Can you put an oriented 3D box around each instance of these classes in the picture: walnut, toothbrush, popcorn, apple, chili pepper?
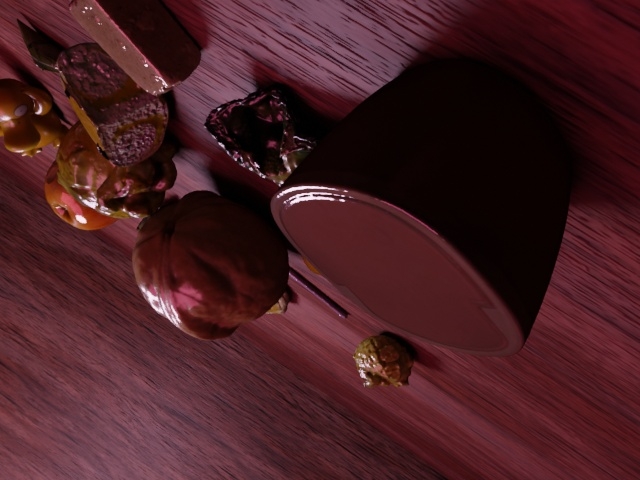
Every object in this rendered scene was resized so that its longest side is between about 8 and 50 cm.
[{"bbox_3d":[-0.260,0.057,1.261,0.381,0.381,0.381,31,159,13],"label":"walnut"},{"bbox_3d":[-0.062,0.115,1.495,0.354,0.029,0.024,39,173,-12],"label":"toothbrush"},{"bbox_3d":[0.183,0.337,1.475,0.174,0.142,0.173,14,133,16],"label":"popcorn"},{"bbox_3d":[-0.660,-0.156,1.529,0.242,0.241,0.242,34,161,13],"label":"apple"},{"bbox_3d":[-0.045,-0.142,0.811,0.265,0.116,0.148,30,171,17],"label":"chili pepper"},{"bbox_3d":[-0.458,-0.161,1.222,0.276,0.225,0.276,33,164,11],"label":"popcorn"}]

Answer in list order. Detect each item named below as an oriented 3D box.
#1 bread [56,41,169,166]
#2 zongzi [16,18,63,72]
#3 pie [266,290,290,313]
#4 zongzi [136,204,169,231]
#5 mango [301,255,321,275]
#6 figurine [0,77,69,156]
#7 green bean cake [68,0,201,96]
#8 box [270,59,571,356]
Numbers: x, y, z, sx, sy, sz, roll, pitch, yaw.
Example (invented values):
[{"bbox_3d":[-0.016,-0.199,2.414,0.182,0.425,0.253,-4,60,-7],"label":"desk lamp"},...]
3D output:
[{"bbox_3d":[-0.394,-0.275,1.004,0.156,0.158,0.260,51,160,16],"label":"bread"},{"bbox_3d":[-0.587,-0.415,1.130,0.104,0.052,0.113,15,139,28],"label":"zongzi"},{"bbox_3d":[-0.239,0.133,1.748,0.338,0.075,0.337,32,158,14],"label":"pie"},{"bbox_3d":[-0.442,-0.006,1.702,0.251,0.125,0.274,44,152,-20],"label":"zongzi"},{"bbox_3d":[0.000,0.000,1.071,0.102,0.085,0.184,27,148,33],"label":"mango"},{"bbox_3d":[-0.836,-0.345,1.497,0.215,0.215,0.228,38,-177,-8],"label":"figurine"},{"bbox_3d":[-0.278,-0.313,0.802,0.109,0.085,0.179,8,145,50],"label":"green bean cake"},{"bbox_3d":[0.127,-0.036,0.597,0.301,0.216,0.301,32,158,14],"label":"box"}]
